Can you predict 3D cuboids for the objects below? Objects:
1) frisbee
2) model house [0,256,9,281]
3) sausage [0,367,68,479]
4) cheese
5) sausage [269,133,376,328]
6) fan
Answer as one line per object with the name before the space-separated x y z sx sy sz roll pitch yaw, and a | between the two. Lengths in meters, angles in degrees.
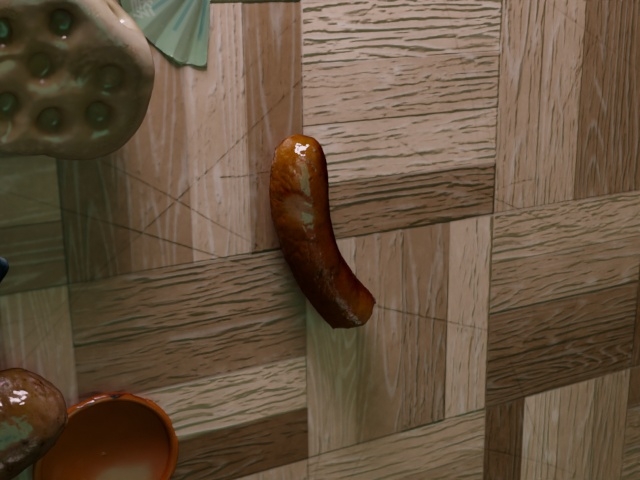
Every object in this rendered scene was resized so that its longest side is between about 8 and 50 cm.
frisbee | -0.281 0.285 1.241 0.192 0.035 0.192 -8 107 -27
model house | -0.464 0.064 0.939 0.243 0.284 0.298 36 85 -37
sausage | -0.524 0.276 1.050 0.500 0.123 0.136 -19 116 -23
cheese | -0.297 -0.190 1.032 0.218 0.117 0.235 -26 125 -5
sausage | -0.004 0.002 1.295 0.103 0.076 0.302 -35 120 -25
fan | -0.185 -0.319 1.142 0.131 0.009 0.240 -21 114 -21
